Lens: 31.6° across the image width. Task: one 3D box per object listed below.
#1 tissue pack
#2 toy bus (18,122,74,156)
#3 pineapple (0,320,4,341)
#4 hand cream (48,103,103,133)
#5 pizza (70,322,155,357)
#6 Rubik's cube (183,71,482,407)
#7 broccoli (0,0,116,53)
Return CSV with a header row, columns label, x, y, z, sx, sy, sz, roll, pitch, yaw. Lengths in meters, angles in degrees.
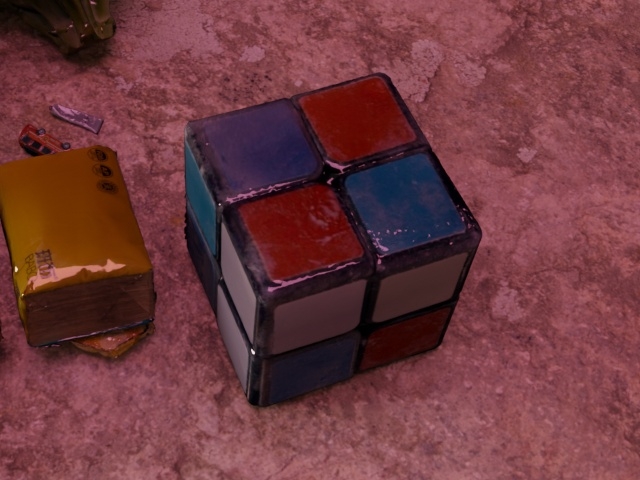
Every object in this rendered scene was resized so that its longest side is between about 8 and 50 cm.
label,x,y,z,sx,sy,sz,roll,pitch,yaw
tissue pack,-0.358,0.000,1.635,0.192,0.134,0.271,-11,47,-17
toy bus,-0.434,-0.145,1.816,0.110,0.031,0.043,29,65,13
pineapple,-0.518,0.200,1.529,0.125,0.125,0.251,16,61,5
hand cream,-0.405,-0.203,1.866,0.093,0.019,0.030,19,58,5
pizza,-0.323,0.125,1.641,0.160,0.036,0.099,13,48,4
Rubik's cube,0.000,0.000,1.591,0.313,0.316,0.318,-16,60,-17
broccoli,-0.443,-0.459,1.904,0.304,0.321,0.283,-31,102,-35
